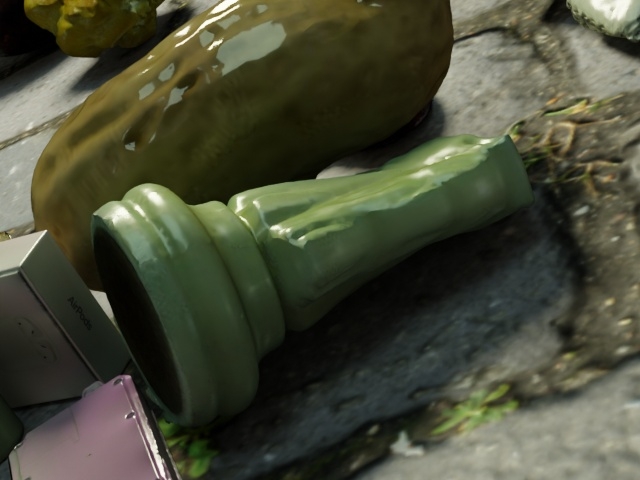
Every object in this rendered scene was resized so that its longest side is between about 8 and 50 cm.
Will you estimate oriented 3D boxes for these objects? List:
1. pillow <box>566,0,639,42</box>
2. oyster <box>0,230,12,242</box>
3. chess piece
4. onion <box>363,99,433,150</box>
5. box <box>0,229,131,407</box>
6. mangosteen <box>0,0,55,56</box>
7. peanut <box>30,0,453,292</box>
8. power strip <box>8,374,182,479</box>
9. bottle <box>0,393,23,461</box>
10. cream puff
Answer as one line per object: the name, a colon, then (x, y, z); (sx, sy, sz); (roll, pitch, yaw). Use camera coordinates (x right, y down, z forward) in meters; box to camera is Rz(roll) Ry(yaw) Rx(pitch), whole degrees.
pillow: (0.320, -0.240, 1.144); (0.229, 0.051, 0.128); (-33, 31, -7)
oyster: (-0.351, 0.022, 1.395); (0.083, 0.019, 0.054); (-34, 28, -12)
chess piece: (0.000, 0.000, 0.967); (0.298, 0.176, 0.176); (-24, 24, -18)
onion: (0.011, -0.148, 1.240); (0.151, 0.098, 0.206); (-36, 27, -15)
box: (-0.239, 0.068, 1.075); (0.129, 0.130, 0.051); (-13, 32, 30)
mangosteen: (-0.449, -0.408, 1.964); (0.330, 0.330, 0.330); (-23, 27, 13)
peanut: (-0.060, -0.088, 1.091); (0.387, 0.192, 0.169); (-34, 44, 9)
power strip: (-0.140, 0.179, 0.884); (0.109, 0.037, 0.279); (-32, 27, -4)
bottle: (-0.308, 0.087, 1.030); (0.072, 0.201, 0.072); (-23, 27, 12)
cream puff: (-0.288, -0.337, 1.781); (0.194, 0.194, 0.221); (-3, 73, 43)
